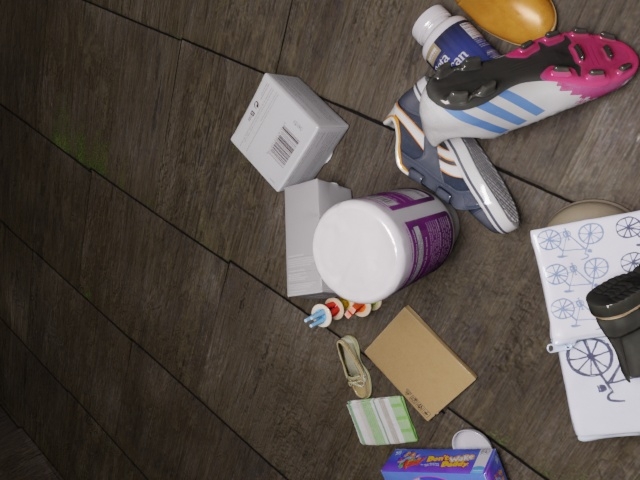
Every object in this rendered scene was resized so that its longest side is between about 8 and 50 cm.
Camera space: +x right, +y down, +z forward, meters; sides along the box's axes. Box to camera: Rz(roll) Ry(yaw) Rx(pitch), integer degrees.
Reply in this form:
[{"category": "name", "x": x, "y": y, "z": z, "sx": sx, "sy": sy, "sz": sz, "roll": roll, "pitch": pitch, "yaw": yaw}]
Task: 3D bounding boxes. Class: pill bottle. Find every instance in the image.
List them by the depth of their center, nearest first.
[{"category": "pill bottle", "x": 0.237, "y": -0.324, "z": 0.864, "sx": 0.094, "sy": 0.094, "sz": 0.169, "roll": -47, "pitch": 70, "yaw": 33}, {"category": "pill bottle", "x": 0.134, "y": -0.005, "z": 0.882, "sx": 0.169, "sy": 0.302, "sz": 0.169, "roll": 8, "pitch": 104, "yaw": 34}]

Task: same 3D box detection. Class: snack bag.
[{"category": "snack bag", "x": 0.492, "y": 0.120, "z": 0.704, "sx": 0.324, "sy": 0.037, "sz": 0.342, "roll": -10, "pitch": 93, "yaw": 15}]

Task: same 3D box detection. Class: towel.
[{"category": "towel", "x": 0.142, "y": 0.415, "z": 1.151, "sx": 0.152, "sy": 0.023, "sz": 0.113, "roll": -20, "pitch": 91, "yaw": 35}]

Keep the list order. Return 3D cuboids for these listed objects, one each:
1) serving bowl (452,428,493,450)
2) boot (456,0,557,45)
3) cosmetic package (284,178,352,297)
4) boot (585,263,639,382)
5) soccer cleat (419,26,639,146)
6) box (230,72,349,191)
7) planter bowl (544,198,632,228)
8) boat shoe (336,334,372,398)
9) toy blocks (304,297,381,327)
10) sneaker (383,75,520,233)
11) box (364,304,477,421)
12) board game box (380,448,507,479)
[{"category": "serving bowl", "x": 0.314, "y": 0.421, "z": 1.021, "sx": 0.084, "sy": 0.027, "sz": 0.083, "roll": 9, "pitch": 106, "yaw": 33}, {"category": "boot", "x": 0.226, "y": -0.417, "z": 0.779, "sx": 0.295, "sy": 0.211, "sz": 0.104, "roll": 50, "pitch": 125, "yaw": 16}, {"category": "cosmetic package", "x": 0.000, "y": 0.000, "z": 1.054, "sx": 0.107, "sy": 0.127, "sz": 0.237, "roll": -14, "pitch": 73, "yaw": 37}, {"category": "boot", "x": 0.469, "y": 0.092, "z": 0.664, "sx": 0.198, "sy": 0.077, "sz": 0.136, "roll": -26, "pitch": 105, "yaw": 10}, {"category": "soccer cleat", "x": 0.311, "y": -0.231, "z": 0.781, "sx": 0.332, "sy": 0.143, "sz": 0.115, "roll": -12, "pitch": 63, "yaw": -3}, {"category": "box", "x": -0.070, "y": -0.234, "z": 1.090, "sx": 0.182, "sy": 0.119, "sz": 0.181, "roll": 48, "pitch": 123, "yaw": 18}, {"category": "planter bowl", "x": 0.428, "y": 0.019, "z": 0.798, "sx": 0.162, "sy": 0.109, "sz": 0.161, "roll": 8, "pitch": 105, "yaw": 35}, {"category": "boat shoe", "x": 0.075, "y": 0.296, "z": 1.152, "sx": 0.056, "sy": 0.048, "sz": 0.152, "roll": -13, "pitch": 93, "yaw": 37}, {"category": "toy blocks", "x": 0.046, "y": 0.150, "z": 1.076, "sx": 0.123, "sy": 0.148, "sz": 0.054, "roll": -13, "pitch": 93, "yaw": 37}, {"category": "sneaker", "x": 0.228, "y": -0.132, "z": 0.899, "sx": 0.127, "sy": 0.126, "sz": 0.320, "roll": -37, "pitch": 68, "yaw": 31}, {"category": "box", "x": 0.208, "y": 0.263, "z": 1.065, "sx": 0.201, "sy": 0.021, "sz": 0.164, "roll": 46, "pitch": 123, "yaw": 19}, {"category": "board game box", "x": 0.297, "y": 0.604, "z": 1.024, "sx": 0.234, "sy": 0.078, "sz": 0.346, "roll": -18, "pitch": 95, "yaw": 37}]
